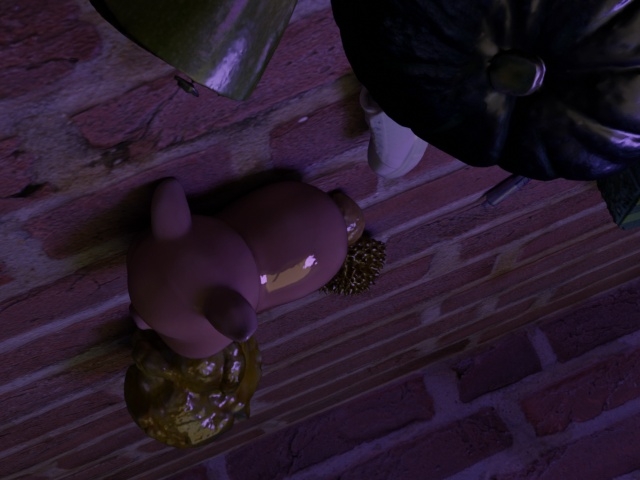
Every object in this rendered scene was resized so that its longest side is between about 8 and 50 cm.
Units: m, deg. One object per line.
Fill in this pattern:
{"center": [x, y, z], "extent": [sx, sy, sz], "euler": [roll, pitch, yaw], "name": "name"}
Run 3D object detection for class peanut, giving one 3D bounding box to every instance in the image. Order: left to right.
{"center": [0.000, 0.000, 1.528], "extent": [0.099, 0.099, 0.214], "euler": [-5, 147, -41], "name": "peanut"}

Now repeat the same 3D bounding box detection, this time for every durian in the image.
{"center": [0.036, 0.048, 1.668], "extent": [0.208, 0.102, 0.146], "euler": [-1, 156, -39], "name": "durian"}

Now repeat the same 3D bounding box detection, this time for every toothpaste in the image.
{"center": [0.367, -0.110, 1.733], "extent": [0.170, 0.028, 0.045], "euler": [-37, 150, 27], "name": "toothpaste"}

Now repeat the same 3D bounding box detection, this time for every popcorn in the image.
{"center": [-0.233, 0.234, 1.652], "extent": [0.225, 0.276, 0.276], "euler": [15, 165, 13], "name": "popcorn"}

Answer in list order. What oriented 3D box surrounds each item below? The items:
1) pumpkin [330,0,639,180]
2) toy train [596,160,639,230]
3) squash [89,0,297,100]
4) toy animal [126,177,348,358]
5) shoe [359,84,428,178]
{"center": [0.186, -0.225, 0.790], "extent": [0.363, 0.363, 0.266], "euler": [-51, -170, 52], "name": "pumpkin"}
{"center": [0.684, -0.133, 1.840], "extent": [0.238, 0.167, 0.299], "euler": [-16, 159, -4], "name": "toy train"}
{"center": [-0.098, -0.206, 0.799], "extent": [0.123, 0.170, 0.170], "euler": [-45, 154, 19], "name": "squash"}
{"center": [-0.117, 0.032, 1.312], "extent": [0.326, 0.237, 0.269], "euler": [-29, 169, 1], "name": "toy animal"}
{"center": [0.088, -0.171, 1.194], "extent": [0.110, 0.095, 0.265], "euler": [-7, 150, -25], "name": "shoe"}
